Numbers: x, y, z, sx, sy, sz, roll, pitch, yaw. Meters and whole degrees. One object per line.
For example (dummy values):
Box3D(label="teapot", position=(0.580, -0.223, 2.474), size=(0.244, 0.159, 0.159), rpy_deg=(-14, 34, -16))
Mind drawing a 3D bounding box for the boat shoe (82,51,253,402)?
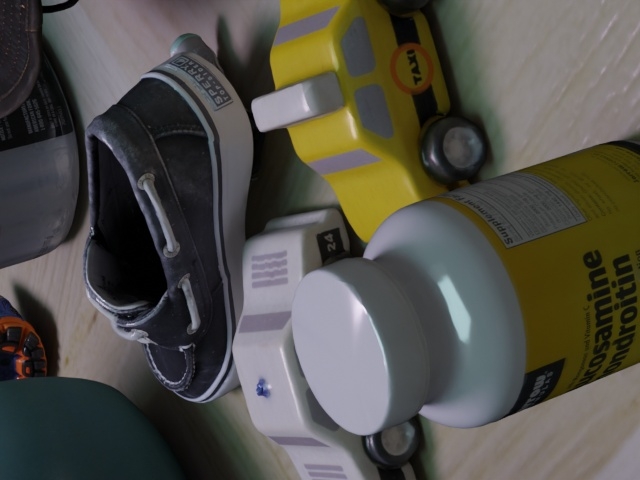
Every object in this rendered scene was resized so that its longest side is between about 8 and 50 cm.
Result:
Box3D(label="boat shoe", position=(-0.104, 0.017, 1.169), size=(0.108, 0.102, 0.301), rpy_deg=(40, 149, 24))

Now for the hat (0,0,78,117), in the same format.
Box3D(label="hat", position=(-0.179, -0.248, 1.149), size=(0.331, 0.134, 0.331), rpy_deg=(44, 141, 52))

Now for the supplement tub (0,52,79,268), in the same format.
Box3D(label="supplement tub", position=(-0.369, -0.045, 1.370), size=(0.207, 0.338, 0.207), rpy_deg=(35, 134, 47))

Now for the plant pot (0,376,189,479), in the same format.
Box3D(label="plant pot", position=(-0.212, 0.238, 1.337), size=(0.293, 0.293, 0.235), rpy_deg=(130, 132, -56))

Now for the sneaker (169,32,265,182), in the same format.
Box3D(label="sneaker", position=(-0.058, -0.082, 1.147), size=(0.069, 0.038, 0.098), rpy_deg=(11, 124, 54))

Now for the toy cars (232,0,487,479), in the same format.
Box3D(label="toy cars", position=(0.000, 0.000, 1.042), size=(0.176, 0.087, 0.394), rpy_deg=(46, 141, 38))

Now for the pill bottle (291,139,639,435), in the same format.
Box3D(label="pill bottle", position=(0.083, 0.024, 0.823), size=(0.103, 0.184, 0.103), rpy_deg=(35, 134, 46))

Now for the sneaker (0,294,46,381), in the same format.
Box3D(label="sneaker", position=(-0.277, 0.135, 1.592), size=(0.087, 0.083, 0.221), rpy_deg=(-118, 33, -45))
